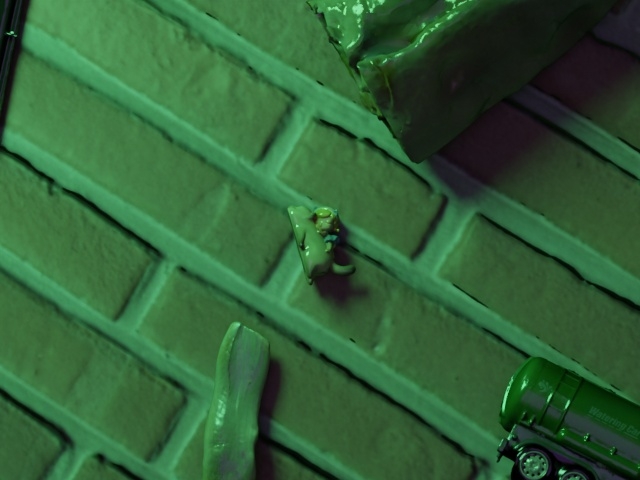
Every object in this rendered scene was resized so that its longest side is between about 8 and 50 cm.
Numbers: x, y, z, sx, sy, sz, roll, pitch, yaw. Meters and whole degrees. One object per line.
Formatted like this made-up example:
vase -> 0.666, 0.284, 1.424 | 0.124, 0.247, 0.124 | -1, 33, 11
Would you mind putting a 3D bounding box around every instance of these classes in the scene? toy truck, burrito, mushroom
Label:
toy truck -> 0.277, 0.211, 1.889 | 0.242, 0.101, 0.125 | 28, 80, 9
burrito -> 0.160, -0.248, 1.897 | 0.332, 0.135, 0.190 | -38, 78, 1
mushroom -> -0.085, 0.181, 1.958 | 0.059, 0.054, 0.202 | 5, 84, 1

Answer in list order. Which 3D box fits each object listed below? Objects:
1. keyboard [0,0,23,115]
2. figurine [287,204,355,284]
keyboard -> -0.347, -0.213, 2.006 | 0.094, 0.025, 0.230 | 13, 90, 8
figurine -> 0.000, 0.000, 1.955 | 0.050, 0.047, 0.083 | -14, 80, -9
